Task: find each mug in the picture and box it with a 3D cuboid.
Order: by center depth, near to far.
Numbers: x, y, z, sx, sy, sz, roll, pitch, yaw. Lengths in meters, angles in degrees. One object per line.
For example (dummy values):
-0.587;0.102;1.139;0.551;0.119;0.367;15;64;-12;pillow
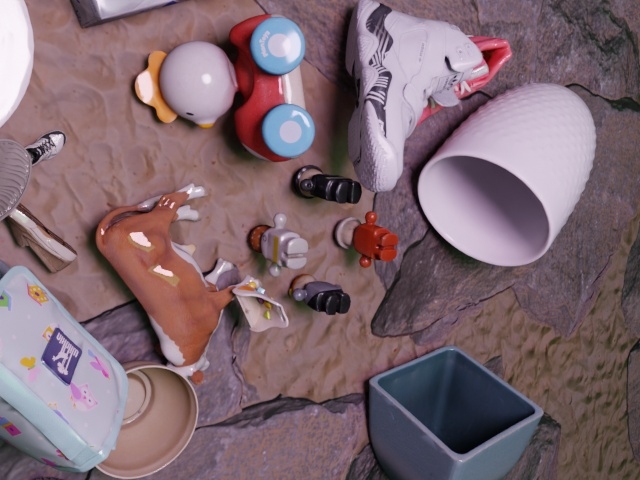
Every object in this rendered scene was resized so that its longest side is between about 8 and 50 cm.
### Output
0.398;-0.127;1.240;0.328;0.276;0.374;-48;152;-29;mug

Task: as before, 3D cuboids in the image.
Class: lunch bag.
-0.354;0.144;0.707;0.160;0.262;0.223;-44;119;-22;lunch bag

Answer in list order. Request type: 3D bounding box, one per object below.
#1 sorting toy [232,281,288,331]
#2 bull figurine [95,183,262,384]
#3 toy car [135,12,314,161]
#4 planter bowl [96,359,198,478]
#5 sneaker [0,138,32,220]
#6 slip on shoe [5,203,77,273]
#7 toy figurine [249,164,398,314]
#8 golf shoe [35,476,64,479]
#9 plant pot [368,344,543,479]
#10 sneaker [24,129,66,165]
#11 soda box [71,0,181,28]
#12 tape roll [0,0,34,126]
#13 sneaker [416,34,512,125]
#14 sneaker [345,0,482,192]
-0.083;0.103;0.914;0.045;0.075;0.083;-45;133;-33;sorting toy
-0.205;0.068;0.906;0.188;0.101;0.310;-44;127;-30;bull figurine
-0.143;-0.211;0.878;0.237;0.219;0.210;-8;105;-5;toy car
-0.275;0.245;0.876;0.162;0.109;0.162;-6;101;-35;planter bowl
-0.443;-0.030;0.712;0.083;0.118;0.222;48;57;-37;sneaker
-0.386;-0.009;0.795;0.041;0.051;0.135;-45;127;-7;slip on shoe
0.000;0.000;1.025;0.209;0.148;0.213;-50;125;-12;toy figurine
-0.352;0.422;0.861;0.077;0.094;0.198;-39;117;-24;golf shoe
0.250;0.408;1.215;0.247;0.247;0.252;-14;122;-34;plant pot
-0.369;-0.117;0.794;0.083;0.037;0.032;-43;118;-25;sneaker
-0.205;-0.383;0.836;0.286;0.091;0.098;-29;114;-29;soda box
-0.476;-0.225;0.658;0.286;0.100;0.286;-7;102;-36;tape roll
0.244;-0.316;1.149;0.314;0.136;0.116;-40;117;-25;sneaker
0.156;-0.241;0.988;0.210;0.137;0.366;3;62;-9;sneaker
